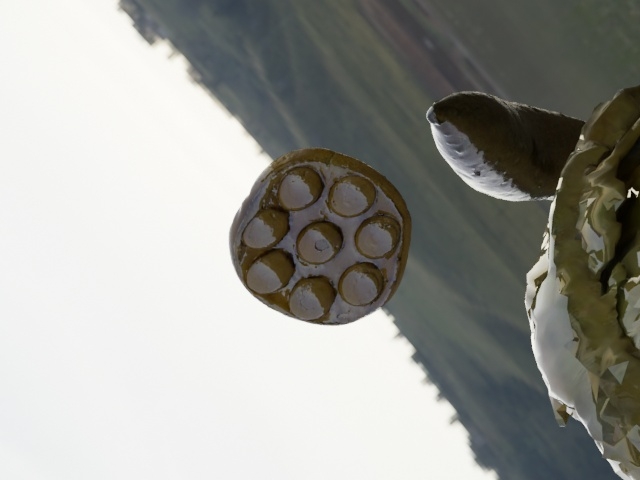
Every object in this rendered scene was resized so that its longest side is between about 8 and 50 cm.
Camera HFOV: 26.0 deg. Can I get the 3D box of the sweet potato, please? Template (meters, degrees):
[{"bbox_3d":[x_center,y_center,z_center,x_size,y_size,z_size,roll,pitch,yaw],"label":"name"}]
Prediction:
[{"bbox_3d":[0.188,-0.061,1.107,0.346,0.079,0.108,11,-168,-35],"label":"sweet potato"}]

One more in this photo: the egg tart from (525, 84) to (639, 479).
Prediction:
[{"bbox_3d":[0.208,0.009,0.449,0.291,0.290,0.107,-120,28,-50],"label":"egg tart"}]

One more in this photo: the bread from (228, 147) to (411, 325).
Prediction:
[{"bbox_3d":[0.000,0.000,0.797,0.110,0.110,0.024,46,-159,-14],"label":"bread"}]
